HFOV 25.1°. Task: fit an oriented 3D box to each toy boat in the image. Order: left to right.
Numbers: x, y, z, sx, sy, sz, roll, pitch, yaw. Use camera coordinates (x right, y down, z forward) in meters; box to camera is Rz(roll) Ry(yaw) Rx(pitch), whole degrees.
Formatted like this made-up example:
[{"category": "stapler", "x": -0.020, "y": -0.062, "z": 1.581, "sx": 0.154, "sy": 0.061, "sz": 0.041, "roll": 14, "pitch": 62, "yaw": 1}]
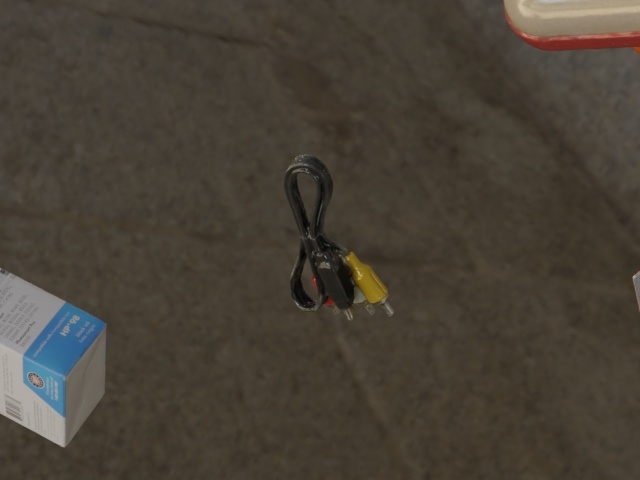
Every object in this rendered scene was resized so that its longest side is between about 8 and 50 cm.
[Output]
[{"category": "toy boat", "x": 0.282, "y": -0.214, "z": 1.243, "sx": 0.151, "sy": 0.231, "sz": 0.151, "roll": 47, "pitch": 53, "yaw": -50}]

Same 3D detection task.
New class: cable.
[{"category": "cable", "x": 0.000, "y": 0.000, "z": 2.022, "sx": 0.139, "sy": 0.287, "sz": 0.072, "roll": -3, "pitch": 31, "yaw": 32}]

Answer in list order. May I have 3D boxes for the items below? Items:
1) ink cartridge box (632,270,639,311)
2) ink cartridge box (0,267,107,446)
[{"category": "ink cartridge box", "x": 0.509, "y": 0.010, "z": 1.932, "sx": 0.060, "sy": 0.239, "sz": 0.275, "roll": 54, "pitch": -1, "yaw": 29}, {"category": "ink cartridge box", "x": -0.252, "y": 0.069, "z": 1.077, "sx": 0.180, "sy": 0.104, "sz": 0.060, "roll": 26, "pitch": 54, "yaw": 10}]
